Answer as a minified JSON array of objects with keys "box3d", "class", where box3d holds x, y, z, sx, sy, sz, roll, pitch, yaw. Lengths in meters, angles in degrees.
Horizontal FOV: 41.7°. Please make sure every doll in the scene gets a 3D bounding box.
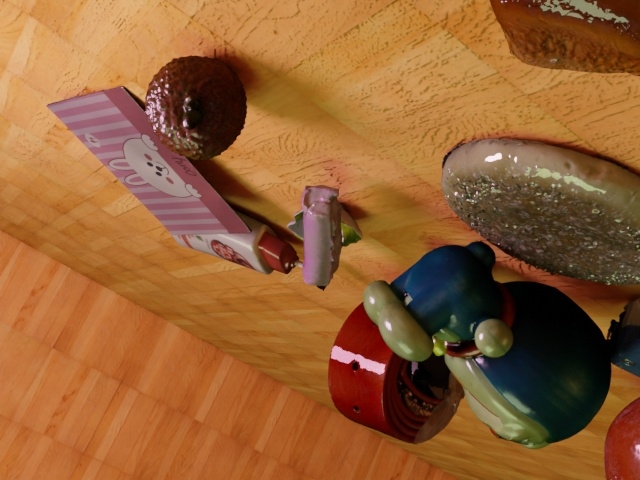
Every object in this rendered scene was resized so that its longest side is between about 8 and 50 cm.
[{"box3d":[0.217,0.123,0.994,0.322,0.186,0.198,38,-173,-24],"class":"doll"}]

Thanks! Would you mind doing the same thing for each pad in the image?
[{"box3d":[-0.254,-0.106,1.256,0.202,0.005,0.300,-1,139,42],"class":"pad"}]

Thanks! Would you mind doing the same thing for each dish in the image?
[{"box3d":[0.006,-0.029,1.181,0.091,0.039,0.137,32,159,-20],"class":"dish"}]

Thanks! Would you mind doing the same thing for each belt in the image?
[{"box3d":[0.144,0.210,1.380,0.115,0.227,0.324,17,174,35],"class":"belt"}]

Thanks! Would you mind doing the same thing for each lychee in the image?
[{"box3d":[-0.134,-0.144,0.916,0.114,0.114,0.146,27,-173,-5],"class":"lychee"}]

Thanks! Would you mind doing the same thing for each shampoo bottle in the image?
[{"box3d":[-0.121,0.008,1.406,0.284,0.071,0.153,23,158,15],"class":"shampoo bottle"}]

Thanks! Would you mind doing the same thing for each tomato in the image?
[{"box3d":[0.520,0.312,1.214,0.208,0.184,0.208,28,167,7],"class":"tomato"}]

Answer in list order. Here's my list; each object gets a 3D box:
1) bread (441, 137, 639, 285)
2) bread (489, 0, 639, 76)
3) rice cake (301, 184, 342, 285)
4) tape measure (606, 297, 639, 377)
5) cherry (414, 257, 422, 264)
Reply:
[{"box3d":[0.245,-0.022,0.871,0.267,0.040,0.267,23,163,8],"class":"bread"},{"box3d":[0.177,-0.152,0.583,0.129,0.044,0.126,14,161,24],"class":"bread"},{"box3d":[0.000,-0.001,1.128,0.055,0.049,0.270,21,158,8],"class":"rice cake"},{"box3d":[0.513,0.157,0.935,0.351,0.098,0.215,22,163,4],"class":"tape measure"},{"box3d":[0.171,0.059,1.132,0.106,0.087,0.126,19,-179,0],"class":"cherry"}]
